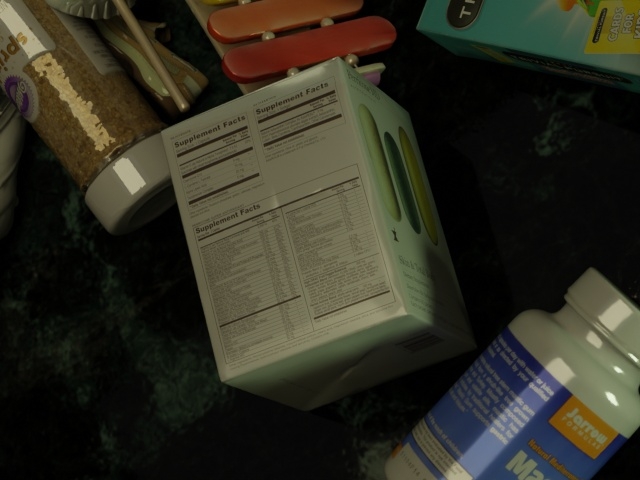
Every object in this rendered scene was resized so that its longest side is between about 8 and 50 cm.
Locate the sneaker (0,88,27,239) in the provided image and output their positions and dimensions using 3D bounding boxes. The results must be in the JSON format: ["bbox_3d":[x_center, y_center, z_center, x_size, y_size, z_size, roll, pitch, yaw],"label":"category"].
[{"bbox_3d":[-0.379,-0.077,2.116,0.111,0.129,0.297,5,61,27],"label":"sneaker"}]

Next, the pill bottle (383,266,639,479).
[{"bbox_3d":[0.199,0.160,1.777,0.272,0.152,0.152,-48,64,7],"label":"pill bottle"}]

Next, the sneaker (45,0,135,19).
[{"bbox_3d":[-0.232,-0.301,2.059,0.095,0.235,0.090,13,123,27],"label":"sneaker"}]

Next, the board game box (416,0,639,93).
[{"bbox_3d":[0.276,-0.278,1.838,0.336,0.079,0.253,18,85,43],"label":"board game box"}]

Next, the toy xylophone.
[{"bbox_3d":[-0.084,-0.244,1.981,0.322,0.236,0.081,51,143,19],"label":"toy xylophone"}]

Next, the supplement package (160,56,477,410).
[{"bbox_3d":[0.000,0.000,1.876,0.198,0.199,0.262,-21,70,17],"label":"supplement package"}]

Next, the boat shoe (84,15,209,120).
[{"bbox_3d":[-0.192,-0.210,2.094,0.072,0.068,0.190,-41,70,-9],"label":"boat shoe"}]

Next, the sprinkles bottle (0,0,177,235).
[{"bbox_3d":[-0.275,-0.175,2.041,0.121,0.121,0.355,-40,79,10],"label":"sprinkles bottle"}]
